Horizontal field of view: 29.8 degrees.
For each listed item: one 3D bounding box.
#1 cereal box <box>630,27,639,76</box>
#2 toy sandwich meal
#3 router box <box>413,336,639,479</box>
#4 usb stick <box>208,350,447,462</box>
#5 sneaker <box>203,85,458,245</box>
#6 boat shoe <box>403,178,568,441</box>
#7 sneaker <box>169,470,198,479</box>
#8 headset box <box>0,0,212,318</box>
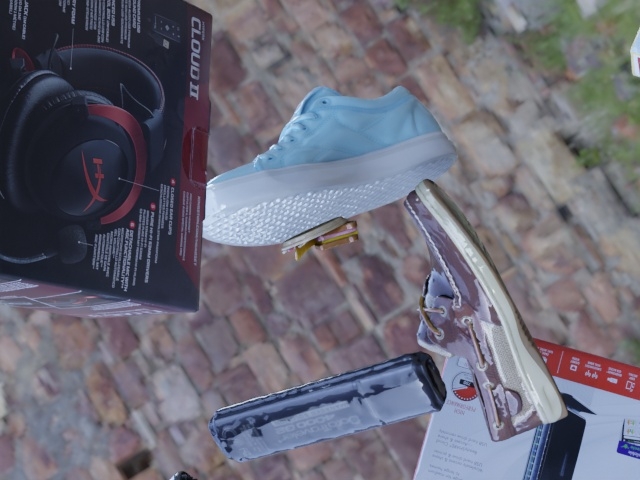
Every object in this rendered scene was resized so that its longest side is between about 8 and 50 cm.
[{"bbox_3d":[0.386,-0.179,0.939,0.240,0.173,0.047,21,168,24],"label":"cereal box"},{"bbox_3d":[0.000,0.000,1.259,0.085,0.086,0.029,-113,-1,-87],"label":"toy sandwich meal"},{"bbox_3d":[0.306,0.295,1.620,0.336,0.301,0.082,15,168,6],"label":"router box"},{"bbox_3d":[0.006,0.186,1.329,0.077,0.278,0.045,60,-154,-24],"label":"usb stick"},{"bbox_3d":[-0.013,-0.100,1.427,0.150,0.366,0.135,60,141,18],"label":"sneaker"},{"bbox_3d":[0.168,0.093,1.414,0.342,0.123,0.123,60,-172,-21],"label":"boat shoe"},{"bbox_3d":[-0.126,0.344,1.139,0.234,0.106,0.078,63,-176,24],"label":"sneaker"},{"bbox_3d":[-0.183,-0.070,0.762,0.293,0.110,0.218,16,-107,-55],"label":"headset box"}]
